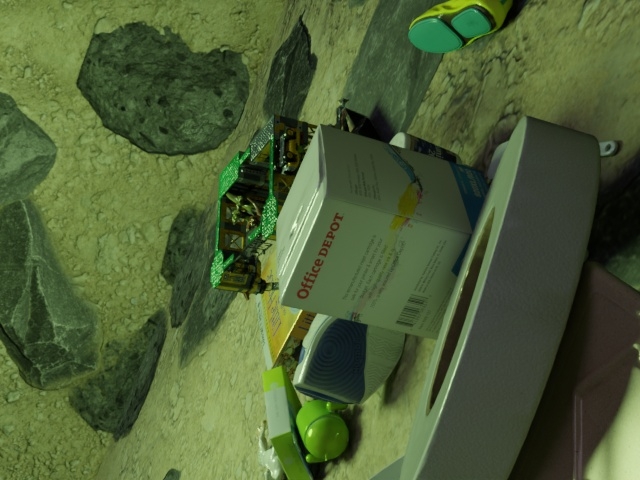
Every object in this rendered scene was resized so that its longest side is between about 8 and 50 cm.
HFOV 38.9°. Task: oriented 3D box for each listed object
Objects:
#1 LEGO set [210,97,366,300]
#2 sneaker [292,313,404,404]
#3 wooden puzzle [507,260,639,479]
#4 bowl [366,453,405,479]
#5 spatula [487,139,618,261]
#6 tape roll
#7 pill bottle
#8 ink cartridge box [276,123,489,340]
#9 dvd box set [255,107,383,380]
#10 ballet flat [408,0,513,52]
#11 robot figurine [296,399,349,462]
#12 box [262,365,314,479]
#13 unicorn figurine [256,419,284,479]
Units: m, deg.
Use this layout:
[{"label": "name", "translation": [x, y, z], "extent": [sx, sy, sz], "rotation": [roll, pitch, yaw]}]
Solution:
[{"label": "LEGO set", "translation": [-0.031, -0.044, 1.402], "extent": [0.331, 0.192, 0.255], "rotation": [131, 142, -50]}, {"label": "sneaker", "translation": [0.050, 0.091, 1.336], "extent": [0.315, 0.127, 0.182], "rotation": [-69, 13, -18]}, {"label": "wooden puzzle", "translation": [0.231, 0.223, 0.611], "extent": [0.348, 0.080, 0.322], "rotation": [-125, 49, -63]}, {"label": "bowl", "translation": [0.112, 0.292, 0.974], "extent": [0.142, 0.053, 0.142], "rotation": [-35, 24, 3]}, {"label": "spatula", "translation": [0.248, -0.046, 1.050], "extent": [0.242, 0.019, 0.168], "rotation": [-1, 70, 71]}, {"label": "tape roll", "translation": [0.161, 0.076, 0.853], "extent": [0.392, 0.072, 0.392], "rotation": [18, -90, -84]}, {"label": "pill bottle", "translation": [0.148, -0.095, 1.220], "extent": [0.067, 0.120, 0.067], "rotation": [-54, 24, 39]}, {"label": "ink cartridge box", "translation": [0.078, -0.009, 1.127], "extent": [0.168, 0.232, 0.171], "rotation": [-96, 25, -53]}, {"label": "dvd box set", "translation": [0.000, 0.000, 1.636], "extent": [0.420, 0.062, 0.307], "rotation": [-62, 20, 22]}, {"label": "ballet flat", "translation": [0.217, -0.339, 1.375], "extent": [0.077, 0.077, 0.231], "rotation": [-52, 18, -12]}, {"label": "robot figurine", "translation": [0.003, 0.278, 1.334], "extent": [0.101, 0.067, 0.115], "rotation": [-68, 19, 8]}, {"label": "box", "translation": [-0.050, 0.294, 1.417], "extent": [0.178, 0.042, 0.109], "rotation": [-103, -7, -58]}, {"label": "unicorn figurine", "translation": [-0.079, 0.361, 1.515], "extent": [0.162, 0.060, 0.111], "rotation": [139, 139, -82]}]
